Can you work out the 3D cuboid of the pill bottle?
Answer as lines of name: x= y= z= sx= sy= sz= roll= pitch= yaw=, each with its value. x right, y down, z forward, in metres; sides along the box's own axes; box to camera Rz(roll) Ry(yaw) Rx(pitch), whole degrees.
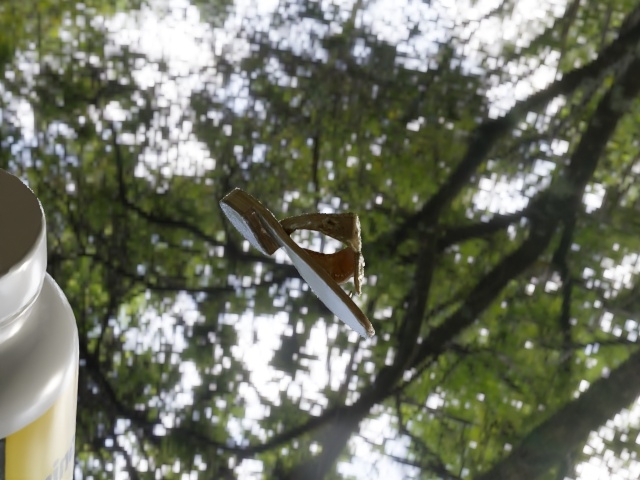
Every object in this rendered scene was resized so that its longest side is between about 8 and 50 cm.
pill bottle: x=-0.256 y=0.118 z=0.837 sx=0.188 sy=0.334 sz=0.188 roll=7 pitch=-143 yaw=-5

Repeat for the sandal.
sandal: x=-0.002 y=-0.004 z=1.183 sx=0.079 sy=0.088 sz=0.240 roll=-41 pitch=-136 yaw=-12
